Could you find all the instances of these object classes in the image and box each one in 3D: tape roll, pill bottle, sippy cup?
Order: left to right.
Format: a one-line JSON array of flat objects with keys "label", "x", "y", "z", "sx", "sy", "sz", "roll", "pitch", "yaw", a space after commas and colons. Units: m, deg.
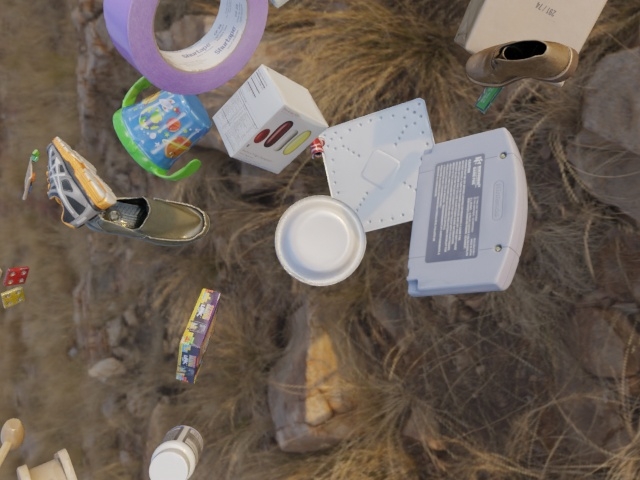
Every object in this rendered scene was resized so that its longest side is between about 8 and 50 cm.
[{"label": "sippy cup", "x": -0.464, "y": -0.351, "z": 1.792, "sx": 0.224, "sy": 0.305, "sz": 0.240, "roll": -32, "pitch": 21, "yaw": 11}, {"label": "pill bottle", "x": -0.258, "y": 0.388, "z": 1.056, "sx": 0.137, "sy": 0.078, "sz": 0.078, "roll": 153, "pitch": 112, "yaw": -87}, {"label": "tape roll", "x": -0.227, "y": -0.397, "z": 1.027, "sx": 0.090, "sy": 0.275, "sz": 0.274, "roll": 42, "pitch": 124, "yaw": 31}]

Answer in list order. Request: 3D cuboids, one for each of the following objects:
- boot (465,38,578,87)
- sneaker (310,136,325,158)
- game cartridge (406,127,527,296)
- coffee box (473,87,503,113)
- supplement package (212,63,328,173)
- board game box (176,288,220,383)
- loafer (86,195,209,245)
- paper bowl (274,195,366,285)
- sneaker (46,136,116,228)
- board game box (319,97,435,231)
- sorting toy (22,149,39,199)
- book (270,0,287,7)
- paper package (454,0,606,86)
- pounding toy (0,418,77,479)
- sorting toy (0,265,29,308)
[{"label": "boot", "x": 0.429, "y": -0.421, "z": 1.358, "sx": 0.305, "sy": 0.115, "sz": 0.112, "roll": 21, "pitch": 99, "yaw": 59}, {"label": "sneaker", "x": -0.007, "y": -0.272, "z": 1.748, "sx": 0.042, "sy": 0.118, "sz": 0.067, "roll": -19, "pitch": 85, "yaw": 15}, {"label": "game cartridge", "x": 0.257, "y": -0.048, "z": 1.031, "sx": 0.198, "sy": 0.062, "sz": 0.297, "roll": -6, "pitch": 62, "yaw": 35}, {"label": "coffee box", "x": 0.470, "y": -0.416, "z": 1.589, "sx": 0.040, "sy": 0.184, "sz": 0.113, "roll": 36, "pitch": 125, "yaw": 4}, {"label": "supplement package", "x": -0.131, "y": -0.311, "z": 1.554, "sx": 0.203, "sy": 0.194, "sz": 0.149, "roll": -40, "pitch": 61, "yaw": 25}, {"label": "board game box", "x": -0.282, "y": 0.221, "z": 1.374, "sx": 0.170, "sy": 0.048, "sz": 0.141, "roll": -77, "pitch": 4, "yaw": -48}, {"label": "loafer", "x": -0.344, "y": -0.040, "z": 1.195, "sx": 0.087, "sy": 0.251, "sz": 0.094, "roll": 171, "pitch": 101, "yaw": -64}, {"label": "paper bowl", "x": 0.000, "y": 0.000, "z": 1.839, "sx": 0.148, "sy": 0.284, "sz": 0.284, "roll": 139, "pitch": 124, "yaw": -84}, {"label": "sneaker", "x": -0.418, "y": -0.099, "z": 0.980, "sx": 0.083, "sy": 0.084, "sz": 0.215, "roll": -46, "pitch": 48, "yaw": -1}, {"label": "board game box", "x": 0.213, "y": -0.241, "z": 2.022, "sx": 0.390, "sy": 0.050, "sz": 0.389, "roll": -14, "pitch": 84, "yaw": 22}, {"label": "sorting toy", "x": -0.512, "y": -0.119, "z": 1.048, "sx": 0.083, "sy": 0.012, "sz": 0.062, "roll": -54, "pitch": 38, "yaw": 35}, {"label": "book", "x": -0.058, "y": -0.363, "z": 0.734, "sx": 0.096, "sy": 0.035, "sz": 0.144, "roll": -38, "pitch": 68, "yaw": -1}, {"label": "paper package", "x": 0.601, "y": -0.644, "z": 1.692, "sx": 0.168, "sy": 0.325, "sz": 0.309, "roll": -92, "pitch": 21, "yaw": -64}, {"label": "pounding toy", "x": -0.483, "y": 0.446, "z": 0.985, "sx": 0.269, "sy": 0.155, "sz": 0.154, "roll": 54, "pitch": 142, "yaw": 28}, {"label": "sorting toy", "x": -0.733, "y": 0.126, "z": 1.233, "sx": 0.046, "sy": 0.274, "sz": 0.132, "roll": 42, "pitch": 114, "yaw": 25}]
